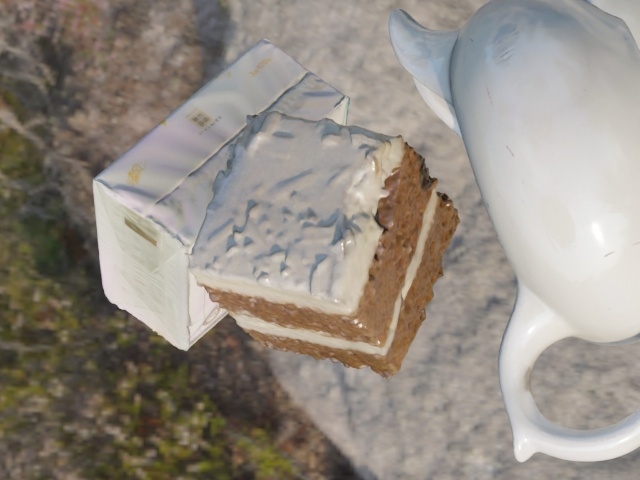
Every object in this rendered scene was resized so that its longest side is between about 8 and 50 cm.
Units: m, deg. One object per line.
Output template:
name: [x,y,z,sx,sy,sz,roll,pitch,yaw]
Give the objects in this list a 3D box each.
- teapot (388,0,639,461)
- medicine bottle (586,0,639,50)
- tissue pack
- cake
teapot: [0.132,-0.027,0.806,0.139,0.204,0.298,-21,58,10]
medicine bottle: [0.185,-0.157,1.026,0.110,0.110,0.352,-31,56,28]
tissue pack: [-0.090,-0.040,1.338,0.124,0.225,0.185,36,149,17]
cake: [0.000,0.000,0.954,0.134,0.147,0.135,9,72,32]
